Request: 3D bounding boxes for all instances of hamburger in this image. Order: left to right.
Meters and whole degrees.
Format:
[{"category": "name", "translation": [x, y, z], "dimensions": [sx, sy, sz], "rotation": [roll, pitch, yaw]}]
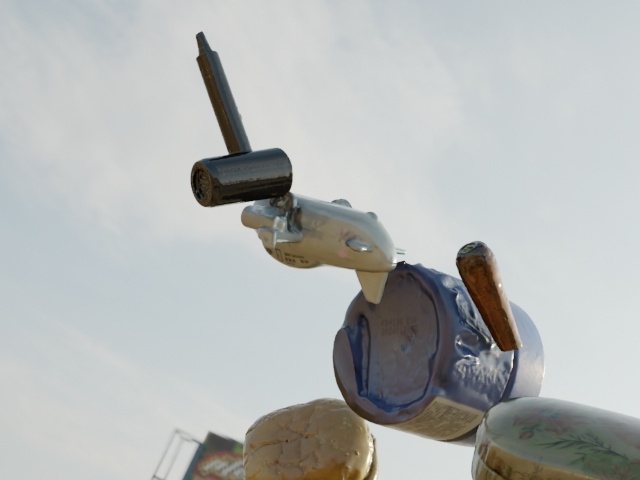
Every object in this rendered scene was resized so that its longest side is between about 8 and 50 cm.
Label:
[{"category": "hamburger", "translation": [-0.020, 0.476, 1.881], "dimensions": [0.319, 0.318, 0.158], "rotation": [5, -48, 32]}]

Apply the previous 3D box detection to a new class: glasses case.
[{"category": "glasses case", "translation": [0.321, 0.210, 0.638], "dimensions": [0.425, 0.098, 0.156], "rotation": [15, 11, 19]}]

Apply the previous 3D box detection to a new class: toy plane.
[{"category": "toy plane", "translation": [0.001, -0.006, 1.300], "dimensions": [0.267, 0.122, 0.267], "rotation": [16, 8, -2]}]

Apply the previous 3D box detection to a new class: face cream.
[{"category": "face cream", "translation": [0.176, 0.176, 1.324], "dimensions": [0.225, 0.249, 0.249], "rotation": [21, -20, -41]}]

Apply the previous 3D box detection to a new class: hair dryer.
[{"category": "hair dryer", "translation": [-0.141, -0.167, 1.188], "dimensions": [0.070, 0.128, 0.255], "rotation": [-36, -107, 53]}]

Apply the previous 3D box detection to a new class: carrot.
[{"category": "carrot", "translation": [0.232, 0.079, 1.201], "dimensions": [0.055, 0.055, 0.161], "rotation": [-9, -72, 46]}]
